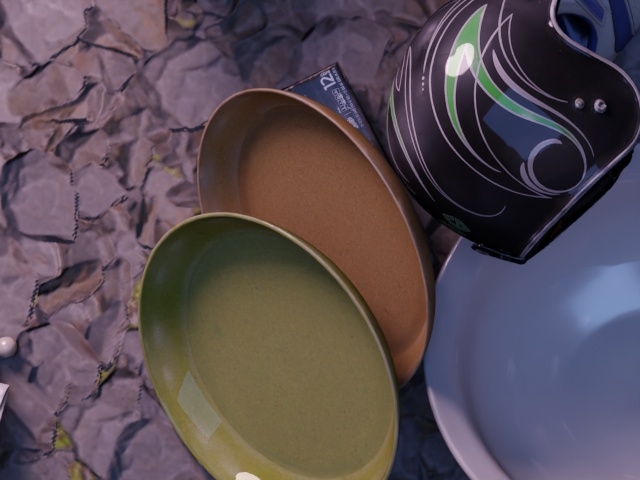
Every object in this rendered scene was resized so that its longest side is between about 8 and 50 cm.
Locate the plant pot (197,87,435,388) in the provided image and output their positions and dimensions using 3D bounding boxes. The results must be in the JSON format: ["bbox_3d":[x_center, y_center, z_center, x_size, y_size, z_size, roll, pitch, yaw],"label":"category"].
[{"bbox_3d":[0.000,0.000,1.077,0.032,0.236,0.236,-28,90,-35],"label":"plant pot"}]

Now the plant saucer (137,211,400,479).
[{"bbox_3d":[-0.032,0.088,1.092,0.241,0.037,0.241,19,122,33],"label":"plant saucer"}]

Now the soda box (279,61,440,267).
[{"bbox_3d":[0.026,-0.044,1.139,0.060,0.053,0.169,-27,90,2],"label":"soda box"}]

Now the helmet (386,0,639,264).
[{"bbox_3d":[0.124,-0.086,1.014,0.169,0.169,0.161,-44,80,1],"label":"helmet"}]

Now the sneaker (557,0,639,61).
[{"bbox_3d":[0.120,-0.211,1.069,0.296,0.112,0.131,21,99,-24],"label":"sneaker"}]

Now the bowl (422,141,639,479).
[{"bbox_3d":[0.229,0.089,1.075,0.297,0.134,0.298,-5,67,12],"label":"bowl"}]

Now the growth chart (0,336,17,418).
[{"bbox_3d":[-0.315,0.151,1.115,0.172,0.021,0.237,8,59,-5],"label":"growth chart"}]
